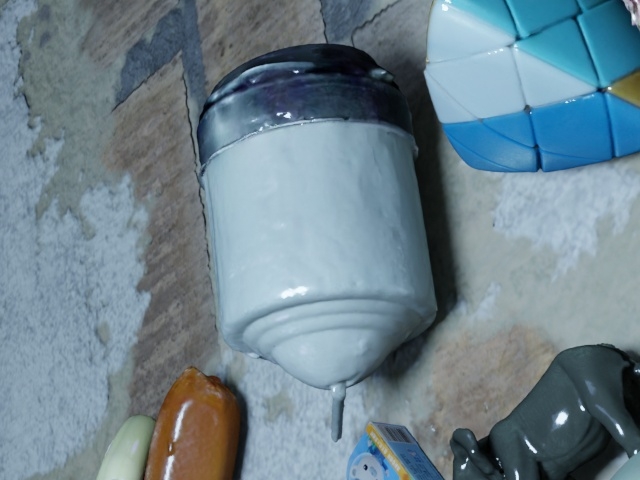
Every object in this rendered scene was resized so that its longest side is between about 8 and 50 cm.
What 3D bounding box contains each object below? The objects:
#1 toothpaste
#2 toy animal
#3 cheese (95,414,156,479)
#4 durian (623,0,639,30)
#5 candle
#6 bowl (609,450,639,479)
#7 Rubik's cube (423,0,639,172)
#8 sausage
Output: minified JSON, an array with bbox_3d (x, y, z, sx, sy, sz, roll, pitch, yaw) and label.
[{"bbox_3d":[0.091,0.258,1.811,0.070,0.044,0.193,-61,40,21],"label":"toothpaste"},{"bbox_3d":[0.202,0.193,1.654,0.245,0.114,0.146,-42,53,8],"label":"toy animal"},{"bbox_3d":[-0.219,0.270,2.069,0.251,0.054,0.127,-61,-17,-80],"label":"cheese"},{"bbox_3d":[0.308,-0.227,1.611,0.341,0.191,0.112,59,163,20],"label":"durian"},{"bbox_3d":[0.000,0.000,1.862,0.221,0.221,0.342,-31,59,43],"label":"candle"},{"bbox_3d":[0.326,0.210,1.368,0.289,0.289,0.146,0,63,51],"label":"bowl"},{"bbox_3d":[0.201,-0.161,1.663,0.254,0.254,0.254,-19,65,48],"label":"Rubik's cube"},{"bbox_3d":[-0.151,0.309,2.057,0.097,0.094,0.348,73,-154,-86],"label":"sausage"}]
